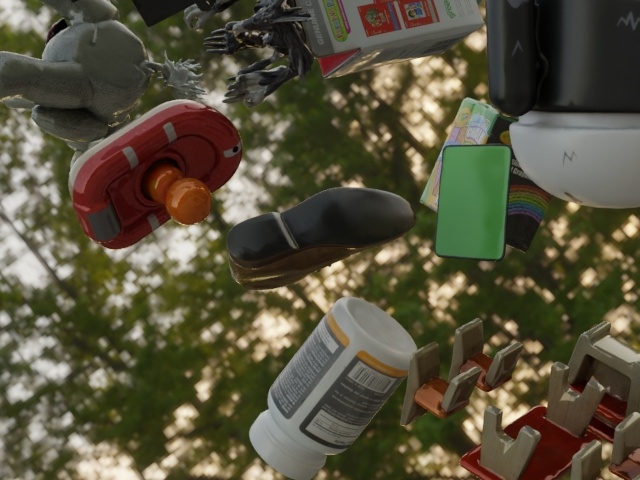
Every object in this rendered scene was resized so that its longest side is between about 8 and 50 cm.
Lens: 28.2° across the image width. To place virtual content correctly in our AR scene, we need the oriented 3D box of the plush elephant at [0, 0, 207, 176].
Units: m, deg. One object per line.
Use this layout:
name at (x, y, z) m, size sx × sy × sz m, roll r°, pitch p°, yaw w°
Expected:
plush elephant at (-0.368, -0.231, 1.938) m, size 0.330 × 0.271 × 0.255 m, roll 18°, pitch -32°, yaw -22°

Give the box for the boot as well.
boot at (0.000, 0.000, 2.015) m, size 0.305 × 0.112 × 0.115 m, roll -13°, pitch -34°, yaw -12°

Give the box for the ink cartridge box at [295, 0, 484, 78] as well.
ink cartridge box at (0.039, -0.395, 1.745) m, size 0.272 × 0.309 × 0.130 m, roll -15°, pitch -4°, yaw -26°

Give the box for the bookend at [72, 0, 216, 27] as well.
bookend at (-0.224, -0.311, 1.477) m, size 0.156 × 0.157 × 0.072 m, roll -24°, pitch 20°, yaw 17°

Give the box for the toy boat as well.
toy boat at (-0.190, -0.070, 1.603) m, size 0.231 × 0.151 × 0.151 m, roll -37°, pitch -40°, yaw -22°

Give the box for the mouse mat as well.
mouse mat at (0.247, -0.063, 2.073) m, size 0.007 × 0.153 × 0.189 m, roll 6°, pitch -91°, yaw -42°

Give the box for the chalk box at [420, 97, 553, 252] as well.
chalk box at (0.343, -0.156, 2.397) m, size 0.180 × 0.179 × 0.288 m, roll 21°, pitch -81°, yaw -20°

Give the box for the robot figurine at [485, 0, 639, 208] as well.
robot figurine at (0.233, -0.165, 1.013) m, size 0.173 × 0.209 × 0.278 m, roll -56°, pitch -34°, yaw -80°

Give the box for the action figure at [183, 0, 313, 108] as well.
action figure at (-0.088, -0.251, 1.627) m, size 0.141 × 0.164 × 0.276 m, roll -22°, pitch -3°, yaw -13°

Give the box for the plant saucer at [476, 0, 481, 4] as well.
plant saucer at (0.197, -0.483, 2.050) m, size 0.044 × 0.317 × 0.317 m, roll 25°, pitch -67°, yaw -36°

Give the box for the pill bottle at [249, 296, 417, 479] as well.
pill bottle at (0.016, 0.239, 2.032) m, size 0.278 × 0.162 × 0.162 m, roll -53°, pitch -25°, yaw 18°

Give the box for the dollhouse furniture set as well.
dollhouse furniture set at (0.250, 0.197, 1.324) m, size 0.259 × 0.262 × 0.135 m, roll -23°, pitch -48°, yaw -43°
